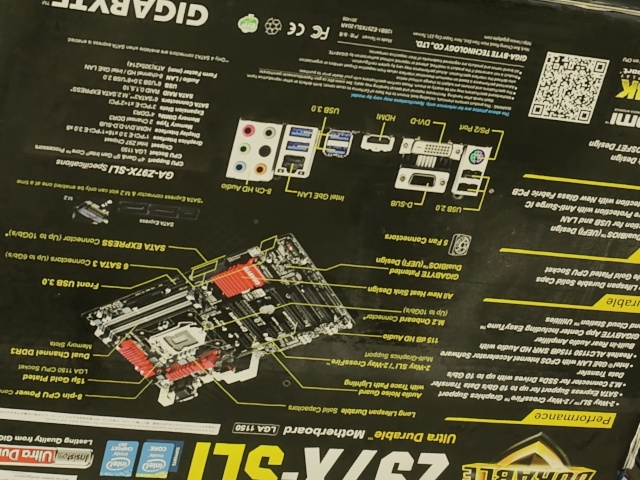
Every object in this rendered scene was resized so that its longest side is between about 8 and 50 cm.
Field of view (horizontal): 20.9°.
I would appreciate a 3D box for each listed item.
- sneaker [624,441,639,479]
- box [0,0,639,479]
[{"bbox_3d":[0.399,0.267,1.721,0.286,0.109,0.130,47,-26,-3],"label":"sneaker"},{"bbox_3d":[0.000,0.000,0.700,0.322,0.257,0.079,5,28,-20],"label":"box"}]
